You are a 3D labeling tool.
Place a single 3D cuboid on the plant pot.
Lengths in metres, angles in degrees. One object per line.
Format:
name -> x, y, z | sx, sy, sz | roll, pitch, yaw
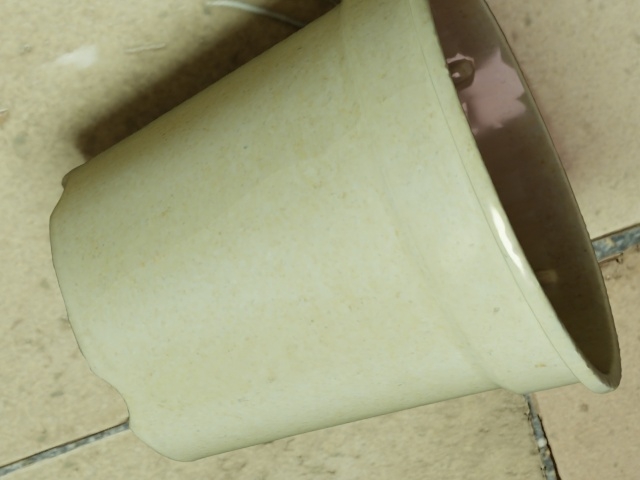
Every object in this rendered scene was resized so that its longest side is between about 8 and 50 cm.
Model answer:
plant pot -> 0.000, 0.000, 1.311 | 0.305, 0.334, 0.334 | -23, 132, 15
